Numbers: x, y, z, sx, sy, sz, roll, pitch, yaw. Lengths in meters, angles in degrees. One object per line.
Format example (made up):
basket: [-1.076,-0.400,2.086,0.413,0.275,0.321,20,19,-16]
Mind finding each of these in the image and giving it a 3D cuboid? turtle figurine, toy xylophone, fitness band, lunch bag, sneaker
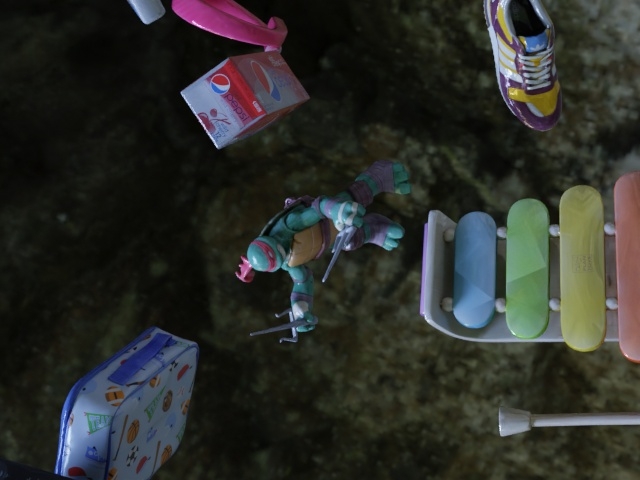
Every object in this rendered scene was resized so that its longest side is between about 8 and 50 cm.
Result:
turtle figurine: [0.000,0.000,1.264,0.234,0.118,0.175,-31,-22,-39]
toy xylophone: [0.257,0.058,1.085,0.081,0.322,0.236,50,-147,-64]
fitness band: [-0.164,-0.398,2.066,0.291,0.209,0.054,-106,40,-70]
lunch bag: [-0.311,0.279,1.899,0.303,0.115,0.243,-42,-34,-59]
sneaker: [0.239,-0.211,1.337,0.069,0.084,0.185,-23,-76,-4]

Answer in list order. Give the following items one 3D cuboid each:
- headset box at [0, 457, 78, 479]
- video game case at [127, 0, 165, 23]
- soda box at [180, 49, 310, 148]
headset box: [-0.373,0.432,1.661,0.246,0.283,0.131,91,-165,-60]
video game case: [-0.317,-0.463,1.468,0.036,0.300,0.329,-30,-53,-5]
soda box: [-0.095,-0.195,1.565,0.083,0.092,0.263,-33,4,16]
